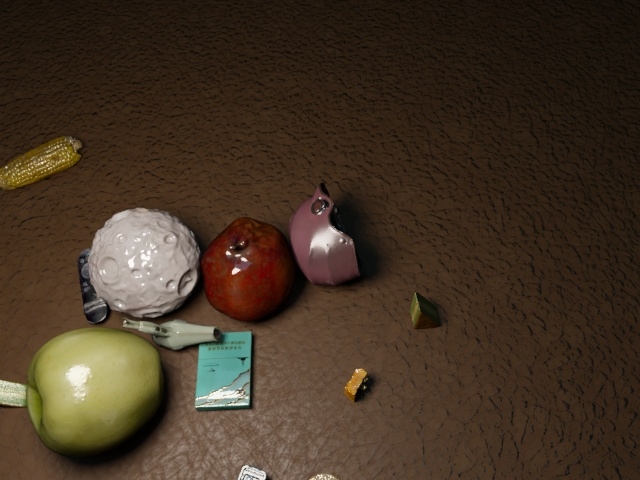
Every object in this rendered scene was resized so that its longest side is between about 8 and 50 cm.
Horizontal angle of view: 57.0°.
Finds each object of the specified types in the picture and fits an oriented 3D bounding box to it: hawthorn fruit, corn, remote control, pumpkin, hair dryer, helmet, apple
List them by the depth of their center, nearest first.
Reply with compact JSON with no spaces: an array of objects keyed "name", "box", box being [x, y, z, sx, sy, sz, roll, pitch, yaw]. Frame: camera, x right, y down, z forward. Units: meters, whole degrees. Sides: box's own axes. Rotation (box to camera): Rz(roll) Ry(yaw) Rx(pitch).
[{"name":"apple","box":[-0.608,0.404,1.594,0.356,0.357,0.358,-1,59,2]},{"name":"hair dryer","box":[-0.415,0.263,1.706,0.228,0.267,0.093,0,74,7]},{"name":"pumpkin","box":[0.109,0.420,1.709,0.053,0.074,0.083,24,65,20]},{"name":"hawthorn fruit","box":[-0.223,0.077,1.794,0.307,0.325,0.308,-7,32,5]},{"name":"helmet","box":[0.000,0.000,1.864,0.197,0.271,0.339,-28,64,3]},{"name":"remote control","box":[-0.729,0.152,1.915,0.090,0.066,0.266,-21,64,5]},{"name":"corn","box":[-1.021,-0.284,2.149,0.321,0.119,0.119,-26,62,-14]}]

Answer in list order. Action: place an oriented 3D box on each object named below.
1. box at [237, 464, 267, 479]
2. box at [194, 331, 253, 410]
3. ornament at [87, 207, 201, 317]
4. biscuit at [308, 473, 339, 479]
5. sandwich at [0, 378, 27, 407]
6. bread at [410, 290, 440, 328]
[{"name":"box","box":[-0.189,0.663,1.587,0.074,0.054,0.099,16,61,10]},{"name":"box","box":[-0.286,0.388,1.761,0.161,0.041,0.229,-3,59,1]},{"name":"ornament","box":[-0.518,0.072,1.790,0.336,0.337,0.337,-1,59,2]},{"name":"biscuit","box":[0.009,0.688,1.586,0.120,0.015,0.120,-1,59,2]},{"name":"sandwich","box":[-0.925,0.447,1.732,0.116,0.074,0.074,1,60,3]},{"name":"bread","box":[0.324,0.208,1.788,0.084,0.139,0.074,-7,58,-2]}]
